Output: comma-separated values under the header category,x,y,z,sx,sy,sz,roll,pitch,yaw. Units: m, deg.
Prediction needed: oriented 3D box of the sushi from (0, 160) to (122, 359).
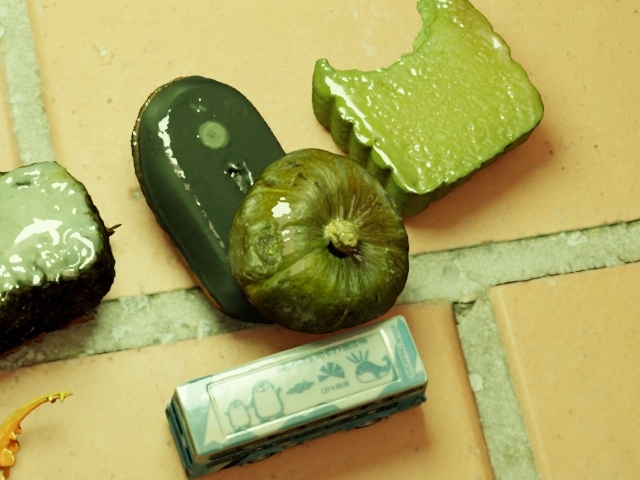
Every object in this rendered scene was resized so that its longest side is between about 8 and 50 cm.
category,x,y,z,sx,sy,sz,roll,pitch,yaw
sushi,-0.385,0.034,1.822,0.343,0.182,0.196,-22,70,-15

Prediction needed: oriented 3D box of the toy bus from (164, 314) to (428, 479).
category,x,y,z,sx,sy,sz,roll,pitch,yaw
toy bus,-0.025,0.180,1.833,0.297,0.131,0.106,-17,72,-13

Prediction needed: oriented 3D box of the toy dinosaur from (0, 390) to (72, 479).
category,x,y,z,sx,sy,sz,roll,pitch,yaw
toy dinosaur,-0.411,0.252,1.796,0.288,0.070,0.117,-14,83,-8

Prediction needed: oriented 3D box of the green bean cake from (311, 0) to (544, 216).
category,x,y,z,sx,sy,sz,roll,pitch,yaw
green bean cake,0.129,-0.171,1.982,0.236,0.124,0.233,-33,78,-16

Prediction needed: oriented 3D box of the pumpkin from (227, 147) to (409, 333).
category,x,y,z,sx,sy,sz,roll,pitch,yaw
pumpkin,0.000,0.000,1.799,0.219,0.162,0.219,6,76,-28

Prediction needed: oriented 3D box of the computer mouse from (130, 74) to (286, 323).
category,x,y,z,sx,sy,sz,roll,pitch,yaw
computer mouse,-0.108,-0.046,1.910,0.183,0.116,0.323,-30,90,-28
